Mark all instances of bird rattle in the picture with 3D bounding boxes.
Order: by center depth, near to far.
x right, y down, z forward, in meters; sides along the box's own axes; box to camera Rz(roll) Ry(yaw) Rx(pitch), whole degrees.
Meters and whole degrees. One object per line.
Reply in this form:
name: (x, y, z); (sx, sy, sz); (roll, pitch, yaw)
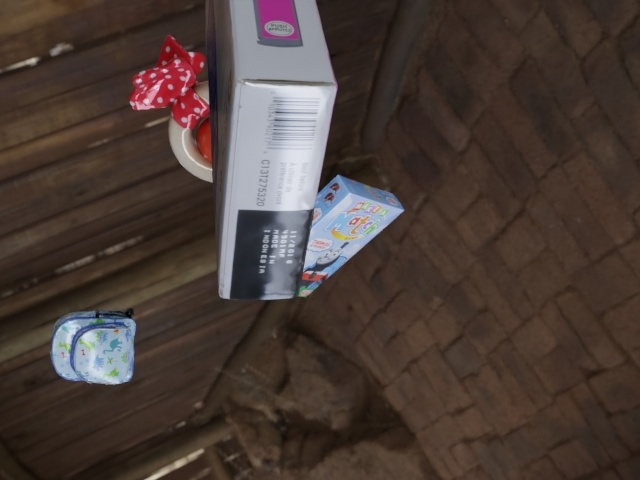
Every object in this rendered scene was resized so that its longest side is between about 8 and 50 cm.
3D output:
bird rattle: (-0.144, -0.170, 1.217); (0.143, 0.253, 0.207); (-106, 18, -55)

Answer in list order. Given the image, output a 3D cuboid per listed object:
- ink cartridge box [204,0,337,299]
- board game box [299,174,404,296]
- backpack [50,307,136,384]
ink cartridge box: (-0.054, -0.148, 0.650); (0.371, 0.069, 0.176); (-103, 17, -45)
board game box: (0.000, 0.000, 1.219); (0.160, 0.211, 0.039); (12, -140, -57)
backpack: (-0.321, 0.151, 1.207); (0.084, 0.114, 0.105); (-155, 70, -69)
